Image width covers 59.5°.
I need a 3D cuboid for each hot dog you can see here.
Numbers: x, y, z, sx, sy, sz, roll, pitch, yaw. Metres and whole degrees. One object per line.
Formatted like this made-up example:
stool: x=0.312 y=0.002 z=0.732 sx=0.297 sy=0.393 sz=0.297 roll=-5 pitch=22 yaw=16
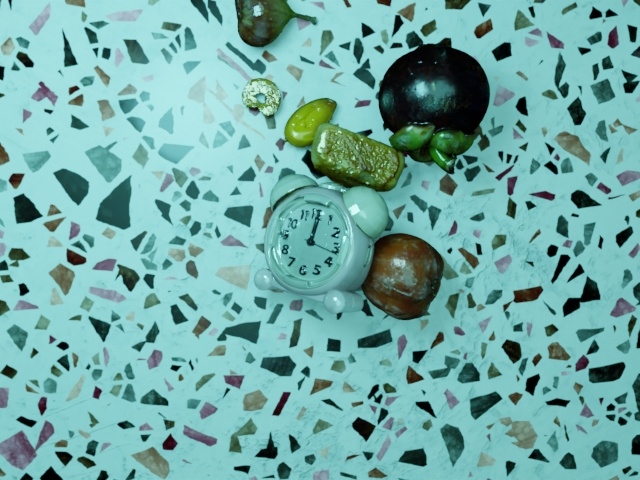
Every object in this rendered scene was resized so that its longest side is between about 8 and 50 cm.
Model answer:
hot dog: x=0.092 y=-0.223 z=1.531 sx=0.257 sy=0.153 sz=0.150 roll=19 pitch=88 yaw=-10

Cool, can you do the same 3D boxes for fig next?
fig: x=-0.133 y=-0.601 z=1.501 sx=0.143 sy=0.231 sz=0.160 roll=-8 pitch=96 yaw=37

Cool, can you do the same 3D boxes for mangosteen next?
mangosteen: x=0.298 y=-0.360 z=1.471 sx=0.311 sy=0.311 sz=0.311 roll=-1 pitch=95 yaw=-7

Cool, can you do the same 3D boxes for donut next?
donut: x=-0.160 y=-0.394 z=1.541 sx=0.108 sy=0.043 sz=0.097 roll=31 pitch=91 yaw=-7

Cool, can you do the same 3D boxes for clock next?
clock: x=0.000 y=0.000 z=1.480 sx=0.342 sy=0.184 sz=0.325 roll=13 pitch=96 yaw=24

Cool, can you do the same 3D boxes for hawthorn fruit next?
hawthorn fruit: x=0.198 y=0.090 z=1.554 sx=0.272 sy=0.242 sz=0.242 roll=18 pitch=93 yaw=23

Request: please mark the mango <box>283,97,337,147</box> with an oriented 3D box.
mango: x=-0.030 y=-0.327 z=1.552 sx=0.101 sy=0.066 sz=0.187 roll=43 pitch=84 yaw=0
